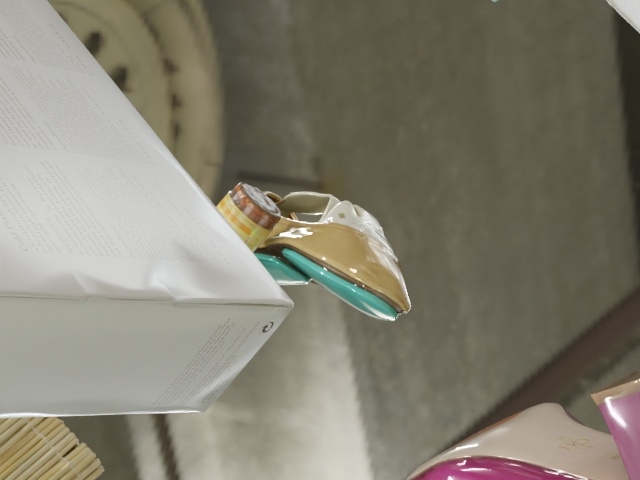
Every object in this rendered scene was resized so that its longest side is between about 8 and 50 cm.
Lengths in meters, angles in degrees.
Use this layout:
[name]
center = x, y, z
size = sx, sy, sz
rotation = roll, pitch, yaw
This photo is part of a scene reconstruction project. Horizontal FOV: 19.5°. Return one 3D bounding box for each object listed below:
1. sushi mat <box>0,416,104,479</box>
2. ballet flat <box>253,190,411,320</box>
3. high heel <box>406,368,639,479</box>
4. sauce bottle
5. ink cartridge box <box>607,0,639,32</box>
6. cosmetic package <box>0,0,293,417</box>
[sushi mat]
center = -0.309, 0.201, 1.390
size = 0.151, 0.019, 0.316
rotation = 45, -133, 4
[ballet flat]
center = 0.000, 0.000, 1.314
size = 0.080, 0.232, 0.073
rotation = 37, -102, -30
[high heel]
center = 0.185, 0.203, 1.303
size = 0.127, 0.377, 0.181
rotation = -23, -95, -27
[sauce bottle]
center = -0.080, 0.018, 1.294
size = 0.128, 0.042, 0.042
rotation = -51, -36, 13
[ink cartridge box]
center = 0.321, -0.217, 0.887
size = 0.130, 0.309, 0.272
rotation = 46, -133, -2
[cosmetic package]
center = -0.224, -0.069, 0.999
size = 0.097, 0.377, 0.284
rotation = -49, -27, 19
